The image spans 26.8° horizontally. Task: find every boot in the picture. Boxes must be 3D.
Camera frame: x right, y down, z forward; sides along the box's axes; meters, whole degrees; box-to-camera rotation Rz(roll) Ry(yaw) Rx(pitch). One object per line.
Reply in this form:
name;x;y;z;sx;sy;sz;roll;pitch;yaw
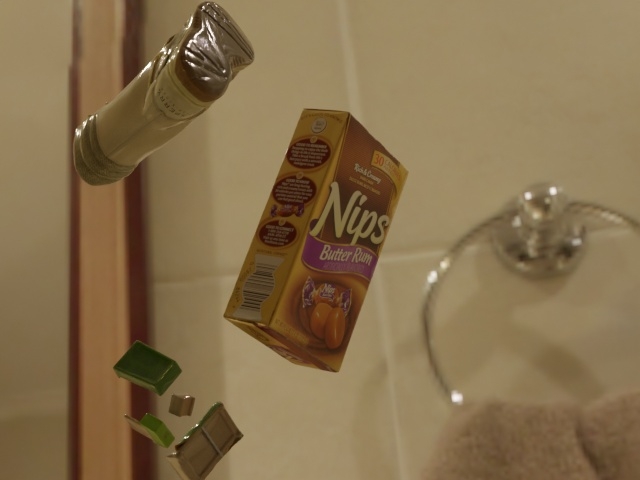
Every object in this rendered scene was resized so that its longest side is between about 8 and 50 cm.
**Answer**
boot;-0.152;-0.141;1.297;0.165;0.213;0.077;-38;-75;23

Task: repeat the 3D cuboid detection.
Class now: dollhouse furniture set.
dollhouse furniture set;-0.142;0.167;1.301;0.058;0.076;0.151;20;-30;38

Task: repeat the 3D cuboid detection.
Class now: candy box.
candy box;0.000;0.000;1.087;0.053;0.186;0.109;7;-19;36
